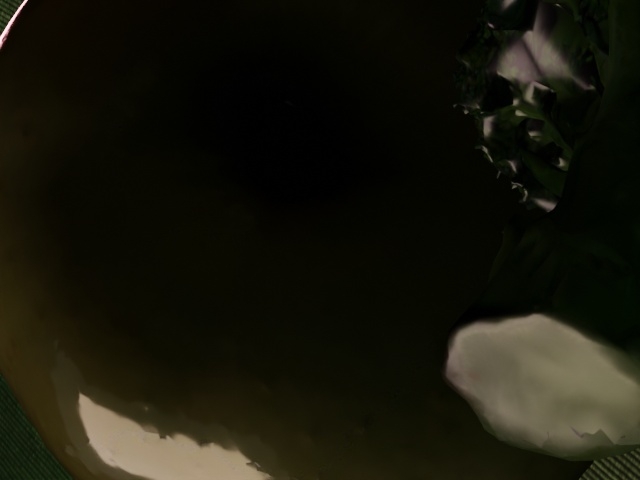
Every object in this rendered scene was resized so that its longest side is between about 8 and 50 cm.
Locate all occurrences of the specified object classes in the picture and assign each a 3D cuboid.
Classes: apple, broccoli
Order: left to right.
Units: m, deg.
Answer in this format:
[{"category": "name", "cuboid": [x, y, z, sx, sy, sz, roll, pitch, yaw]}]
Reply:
[{"category": "apple", "cuboid": [0.000, 0.000, 0.970, 0.473, 0.473, 0.473, 36, -175, -3]}, {"category": "broccoli", "cuboid": [0.172, -0.046, 0.605, 0.297, 0.297, 0.297, 22, 145, 16]}]
